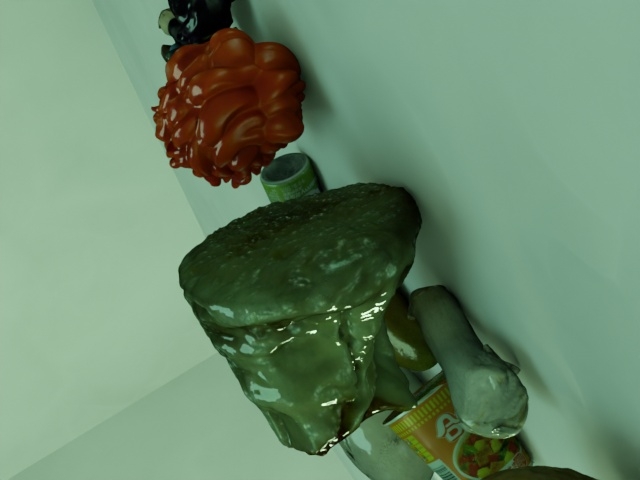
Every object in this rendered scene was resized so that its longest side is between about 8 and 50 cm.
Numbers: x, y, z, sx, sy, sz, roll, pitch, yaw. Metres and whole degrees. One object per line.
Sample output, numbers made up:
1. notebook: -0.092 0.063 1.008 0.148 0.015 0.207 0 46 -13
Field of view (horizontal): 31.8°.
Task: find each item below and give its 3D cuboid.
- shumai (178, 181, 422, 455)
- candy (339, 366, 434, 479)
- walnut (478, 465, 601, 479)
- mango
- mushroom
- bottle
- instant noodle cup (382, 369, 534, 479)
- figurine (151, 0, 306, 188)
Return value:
1. shumai: -0.001 0.114 1.515 0.397 0.324 0.323 -130 23 -73
2. candy: 0.127 0.329 2.045 0.295 0.185 0.295 53 -174 -7
3. walnut: 0.280 0.399 1.239 0.306 0.306 0.344 61 173 -10
4. mango: 0.109 0.132 1.821 0.227 0.099 0.136 42 155 33
5. mushroom: 0.190 0.158 1.480 0.096 0.099 0.278 40 -167 -36
6. bottle: -0.008 0.001 1.992 0.093 0.093 0.330 45 163 54
7. instant noodle cup: 0.212 0.289 1.647 0.185 0.168 0.168 50 169 4
8. figurine: -0.158 -0.258 1.724 0.306 0.241 0.412 111 150 -48
